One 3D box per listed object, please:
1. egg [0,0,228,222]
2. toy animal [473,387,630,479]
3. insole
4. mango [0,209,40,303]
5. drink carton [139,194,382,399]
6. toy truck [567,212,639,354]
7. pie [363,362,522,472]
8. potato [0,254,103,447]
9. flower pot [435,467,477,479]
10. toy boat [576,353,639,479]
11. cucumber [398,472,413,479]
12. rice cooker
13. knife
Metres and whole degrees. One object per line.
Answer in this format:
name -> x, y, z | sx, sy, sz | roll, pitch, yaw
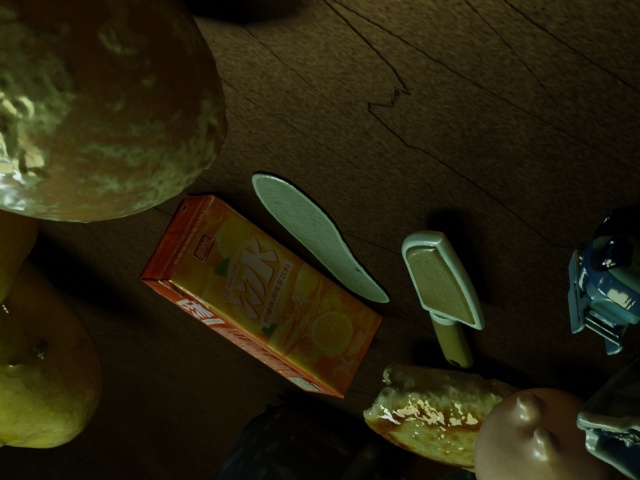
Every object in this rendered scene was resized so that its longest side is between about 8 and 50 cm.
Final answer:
egg -> -0.180, -0.110, 1.034 | 0.245, 0.203, 0.203 | 27, 163, -13
toy animal -> 0.223, 0.229, 1.422 | 0.149, 0.165, 0.248 | -11, 135, 8
insole -> 0.000, 0.001, 1.398 | 0.080, 0.003, 0.232 | 15, 158, 35
mango -> -0.486, -0.086, 1.539 | 0.445, 0.221, 0.301 | 34, 164, -6
drink carton -> -0.055, 0.056, 1.481 | 0.223, 0.096, 0.071 | 37, 161, -27
toy truck -> 0.204, 0.020, 1.066 | 0.063, 0.074, 0.136 | 32, -157, -5
pie -> 0.140, 0.184, 1.560 | 0.178, 0.084, 0.205 | 13, 162, 20
potato -> -0.473, 0.136, 2.026 | 0.397, 0.290, 0.296 | 11, 156, 37
flower pot -> 0.221, 0.389, 1.758 | 0.299, 0.299, 0.283 | 20, 166, 24
toy boat -> 0.316, 0.215, 1.298 | 0.309, 0.142, 0.129 | 39, 157, -29
cucumber -> 0.116, 0.353, 2.163 | 0.107, 0.035, 0.067 | 31, 164, -3
rice cooker -> -0.028, 0.348, 2.025 | 0.224, 0.267, 0.267 | 32, 164, 12
knife -> 0.115, 0.055, 1.336 | 0.061, 0.027, 0.343 | 23, 165, 20
